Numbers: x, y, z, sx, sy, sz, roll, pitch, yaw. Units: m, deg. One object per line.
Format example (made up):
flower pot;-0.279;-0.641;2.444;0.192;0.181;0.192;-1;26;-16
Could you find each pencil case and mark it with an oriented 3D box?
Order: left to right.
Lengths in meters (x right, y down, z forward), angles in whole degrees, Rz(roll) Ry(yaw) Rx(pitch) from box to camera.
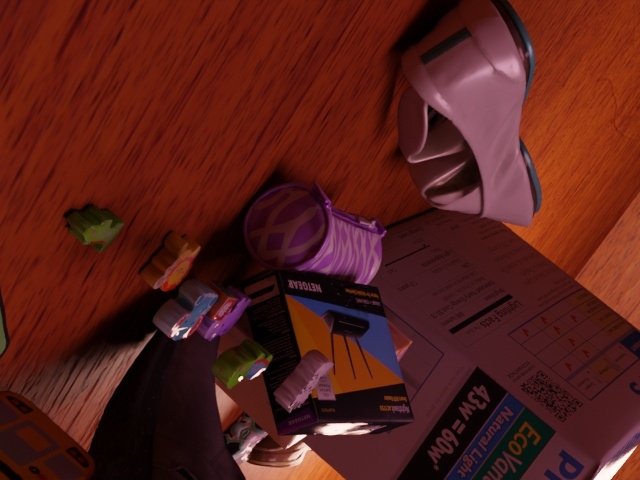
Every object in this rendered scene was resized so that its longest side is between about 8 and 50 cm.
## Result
pencil case;0.000;0.000;1.309;0.088;0.086;0.206;-33;166;11

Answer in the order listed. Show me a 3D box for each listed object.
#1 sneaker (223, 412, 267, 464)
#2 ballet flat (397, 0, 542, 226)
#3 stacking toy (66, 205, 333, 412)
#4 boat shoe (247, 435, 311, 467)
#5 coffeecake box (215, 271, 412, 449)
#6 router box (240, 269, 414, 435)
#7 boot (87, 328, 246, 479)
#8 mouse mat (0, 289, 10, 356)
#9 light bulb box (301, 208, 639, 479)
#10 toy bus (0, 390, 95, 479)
sneaker;-0.086;0.232;1.677;0.098;0.038;0.069;-33;160;-20
ballet flat;0.139;-0.105;1.419;0.139;0.139;0.400;-47;159;-11
stacking toy;-0.090;0.054;1.062;0.052;0.167;0.221;-51;164;4
boat shoe;-0.041;0.238;1.777;0.178;0.064;0.060;-17;112;-64
coffeecake box;-0.020;0.101;1.376;0.185;0.142;0.068;-24;151;-55
router box;0.009;0.101;1.246;0.046;0.133;0.179;-22;164;26
boot;-0.077;0.207;1.155;0.118;0.222;0.338;-51;-164;40
mouse mat;-0.268;0.075;0.932;0.152;0.007;0.190;-42;162;-26
light bulb box;0.183;0.164;1.652;0.358;0.361;0.225;-21;146;-57
toy bus;-0.309;0.277;1.075;0.333;0.108;0.130;-56;167;19
